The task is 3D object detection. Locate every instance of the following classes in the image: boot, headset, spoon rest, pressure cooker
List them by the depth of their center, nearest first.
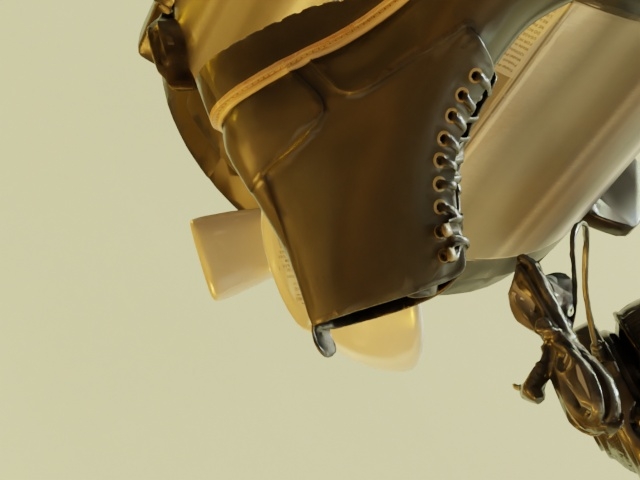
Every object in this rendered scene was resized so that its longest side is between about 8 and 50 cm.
[{"bbox_3d":[0.060,-0.048,0.599,0.198,0.077,0.137,-26,-105,17],"label":"boot"},{"bbox_3d":[0.000,0.000,0.781,0.084,0.276,0.137,-19,-84,-18],"label":"spoon rest"},{"bbox_3d":[0.274,0.088,0.966,0.394,0.243,0.185,20,-145,-37],"label":"headset"},{"bbox_3d":[0.079,-0.170,1.029,0.375,0.420,0.370,-13,-121,-39],"label":"pressure cooker"}]
